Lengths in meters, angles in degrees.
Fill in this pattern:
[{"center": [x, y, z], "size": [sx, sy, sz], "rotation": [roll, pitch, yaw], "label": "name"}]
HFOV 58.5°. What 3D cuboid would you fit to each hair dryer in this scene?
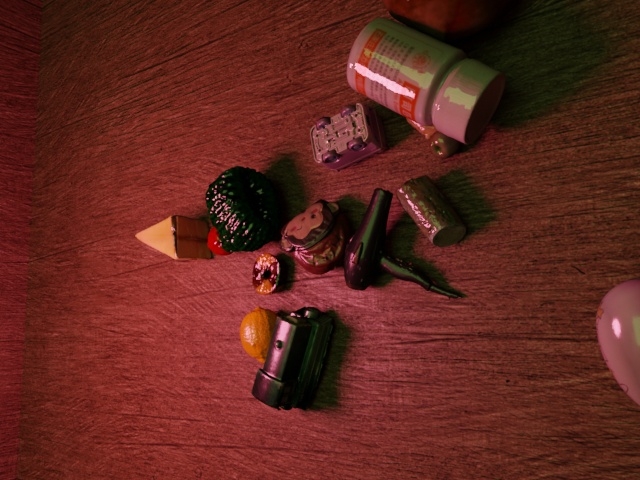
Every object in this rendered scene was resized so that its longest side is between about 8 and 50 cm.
[{"center": [0.237, 0.046, 1.571], "size": [0.359, 0.120, 0.304], "rotation": [27, 108, 25], "label": "hair dryer"}]

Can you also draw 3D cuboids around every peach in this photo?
[{"center": [0.335, -0.262, 1.542], "size": [0.083, 0.083, 0.083], "rotation": [-5, 81, 37], "label": "peach"}]

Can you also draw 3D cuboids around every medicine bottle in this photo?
[{"center": [0.268, -0.416, 1.485], "size": [0.371, 0.211, 0.211], "rotation": [34, 105, 23], "label": "medicine bottle"}]

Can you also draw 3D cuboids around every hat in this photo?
[{"center": [-0.296, -0.066, 1.914], "size": [0.332, 0.242, 0.274], "rotation": [-39, 49, 41], "label": "hat"}]

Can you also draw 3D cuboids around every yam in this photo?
[{"center": [0.298, -0.075, 1.530], "size": [0.107, 0.107, 0.194], "rotation": [-45, 61, 24], "label": "yam"}]

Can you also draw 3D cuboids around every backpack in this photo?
[{"center": [-0.001, -0.001, 1.735], "size": [0.229, 0.139, 0.230], "rotation": [-10, 66, 22], "label": "backpack"}]

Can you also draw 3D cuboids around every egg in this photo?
[{"center": [0.670, 0.213, 1.160], "size": [0.196, 0.196, 0.272], "rotation": [-6, 95, 37], "label": "egg"}]

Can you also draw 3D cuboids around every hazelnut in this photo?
[{"center": [0.330, -0.692, 1.465], "size": [0.365, 0.365, 0.366], "rotation": [-5, 81, 37], "label": "hazelnut"}]

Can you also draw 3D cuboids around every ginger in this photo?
[{"center": [0.250, -0.390, 1.629], "size": [0.089, 0.075, 0.288], "rotation": [-52, 61, 24], "label": "ginger"}]

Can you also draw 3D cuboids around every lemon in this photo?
[{"center": [-0.188, 0.305, 1.831], "size": [0.142, 0.142, 0.187], "rotation": [-13, 83, 35], "label": "lemon"}]

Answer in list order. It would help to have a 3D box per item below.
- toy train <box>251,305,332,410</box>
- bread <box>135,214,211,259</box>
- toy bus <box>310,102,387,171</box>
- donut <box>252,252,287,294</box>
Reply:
[{"center": [-0.085, 0.360, 1.722], "size": [0.138, 0.178, 0.331], "rotation": [20, 97, 38], "label": "toy train"}, {"center": [-0.550, 0.024, 2.131], "size": [0.264, 0.167, 0.163], "rotation": [-20, 73, 37], "label": "bread"}, {"center": [0.082, -0.301, 1.699], "size": [0.202, 0.142, 0.142], "rotation": [-20, 72, 33], "label": "toy bus"}, {"center": [-0.166, 0.114, 1.888], "size": [0.140, 0.059, 0.141], "rotation": [-5, 82, 37], "label": "donut"}]
